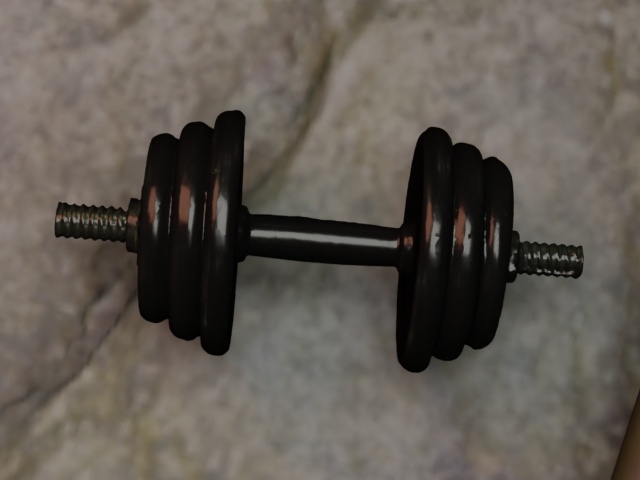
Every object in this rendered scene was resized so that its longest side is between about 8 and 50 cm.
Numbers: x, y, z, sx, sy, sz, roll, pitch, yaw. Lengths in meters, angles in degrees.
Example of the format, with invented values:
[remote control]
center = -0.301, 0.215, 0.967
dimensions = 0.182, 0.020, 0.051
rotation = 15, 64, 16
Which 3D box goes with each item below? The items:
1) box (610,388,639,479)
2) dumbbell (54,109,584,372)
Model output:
[box]
center = 0.223, 0.038, 0.690
dimensions = 0.168, 0.095, 0.212
rotation = 19, 76, 5
[dumbbell]
center = 0.000, 0.000, 0.683
dimensions = 0.208, 0.099, 0.099
rotation = 5, 76, -2
